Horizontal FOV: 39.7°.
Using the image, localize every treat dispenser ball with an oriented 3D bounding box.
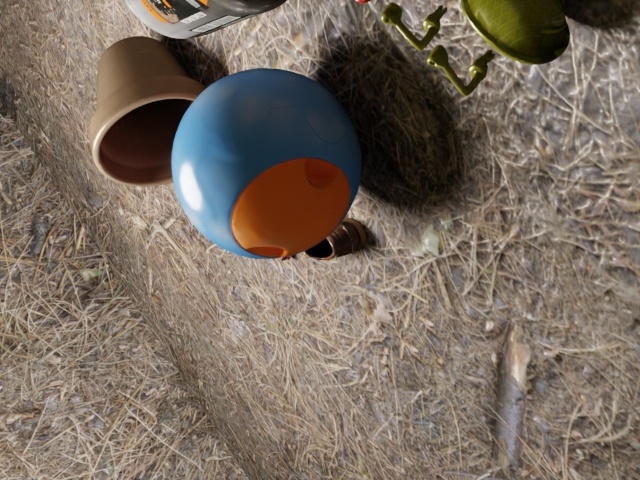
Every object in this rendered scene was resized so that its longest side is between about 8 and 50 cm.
[{"bbox_3d":[-0.081,-0.116,1.345,0.288,0.288,0.288,42,149,33],"label":"treat dispenser ball"}]

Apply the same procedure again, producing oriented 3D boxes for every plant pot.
[{"bbox_3d":[-0.342,-0.272,1.753,0.263,0.262,0.229,100,151,-53],"label":"plant pot"}]

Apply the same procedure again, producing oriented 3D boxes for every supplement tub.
[{"bbox_3d":[-0.146,-0.410,1.256,0.338,0.207,0.207,4,120,60],"label":"supplement tub"}]

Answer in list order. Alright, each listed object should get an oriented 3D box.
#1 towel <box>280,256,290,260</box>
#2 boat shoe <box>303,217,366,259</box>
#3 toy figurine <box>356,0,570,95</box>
[{"bbox_3d":[-0.094,-0.093,1.692,0.199,0.031,0.275,54,154,16],"label":"towel"},{"bbox_3d":[0.000,0.000,1.568,0.073,0.073,0.207,63,156,-7],"label":"boat shoe"},{"bbox_3d":[0.121,-0.352,0.868,0.363,0.191,0.217,50,148,18],"label":"toy figurine"}]
